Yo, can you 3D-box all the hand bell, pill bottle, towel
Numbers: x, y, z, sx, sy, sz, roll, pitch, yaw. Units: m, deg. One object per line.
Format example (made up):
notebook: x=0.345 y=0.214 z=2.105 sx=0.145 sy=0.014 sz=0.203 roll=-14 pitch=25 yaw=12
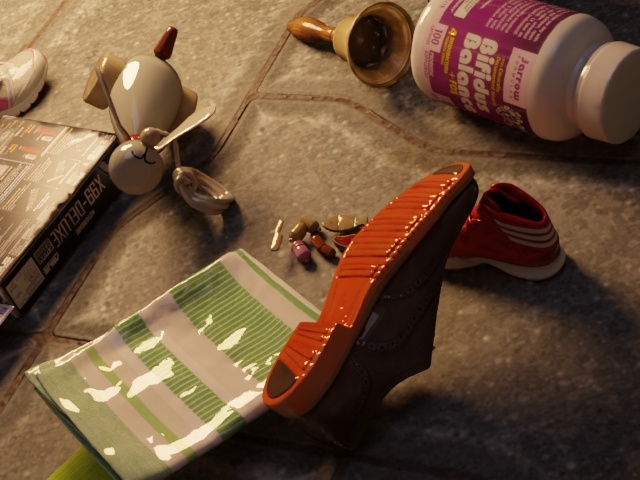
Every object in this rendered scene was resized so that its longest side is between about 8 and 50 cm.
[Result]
hand bell: x=0.020 y=-0.309 z=1.958 sx=0.126 sy=0.126 sz=0.242 roll=-42 pitch=34 yaw=-19
pill bottle: x=0.279 y=-0.227 z=1.700 sx=0.301 sy=0.169 sz=0.169 roll=25 pitch=60 yaw=39
towel: x=-0.153 y=0.142 z=1.536 sx=0.325 sy=0.038 sz=0.248 roll=-31 pitch=45 yaw=-26

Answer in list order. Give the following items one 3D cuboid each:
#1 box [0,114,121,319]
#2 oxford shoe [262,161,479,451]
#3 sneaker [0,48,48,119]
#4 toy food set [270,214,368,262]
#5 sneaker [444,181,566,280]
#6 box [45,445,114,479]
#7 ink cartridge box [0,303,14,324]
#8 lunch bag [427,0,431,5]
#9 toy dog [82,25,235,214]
box: x=-0.450 y=-0.044 z=1.889 sx=0.242 sy=0.076 sz=0.307 roll=11 pitch=52 yaw=31
oxford shoe: x=0.084 y=0.072 z=1.488 sx=0.363 sy=0.133 sz=0.130 roll=-54 pitch=19 yaw=-10
sneaker: x=-0.560 y=-0.245 z=2.108 sx=0.252 sy=0.111 sz=0.103 roll=-37 pitch=45 yaw=-15
toy food set: x=0.000 y=0.000 z=1.704 sx=0.122 sy=0.019 sz=0.078 roll=2 pitch=48 yaw=14
sneaker: x=0.184 y=-0.028 z=1.572 sx=0.221 sy=0.128 sz=0.087 roll=6 pitch=49 yaw=25
box: x=-0.250 y=0.317 z=1.474 sx=0.109 sy=0.042 sz=0.178 roll=-43 pitch=47 yaw=-20
ink cartridge box: x=-0.534 y=0.158 z=1.747 sx=0.208 sy=0.045 sz=0.206 roll=10 pitch=52 yaw=33
lunch bag: x=0.207 y=-0.411 z=1.876 sx=0.090 sy=0.219 sz=0.176 roll=7 pitch=52 yaw=20
toy dog: x=-0.232 y=-0.194 z=1.821 sx=0.161 sy=0.220 sz=0.333 roll=-62 pitch=39 yaw=22
